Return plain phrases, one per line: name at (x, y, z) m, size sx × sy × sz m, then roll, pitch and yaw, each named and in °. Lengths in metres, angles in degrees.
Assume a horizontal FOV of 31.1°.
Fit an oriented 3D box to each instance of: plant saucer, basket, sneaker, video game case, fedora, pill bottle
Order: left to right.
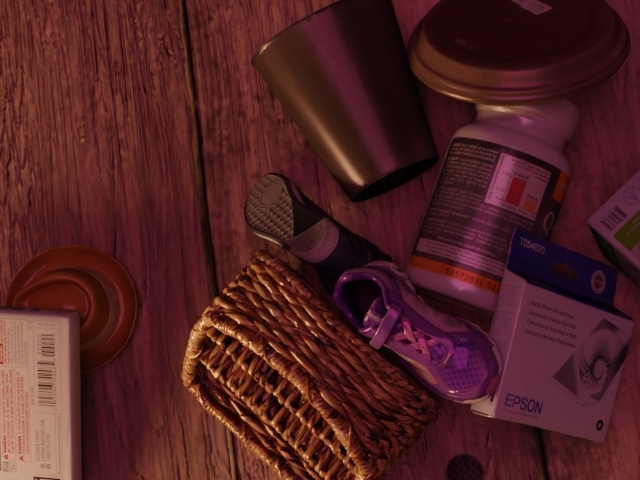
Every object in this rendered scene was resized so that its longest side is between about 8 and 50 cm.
video game case at (-0.464, 0.248, 1.536) m, size 0.300 × 0.036 × 0.329 m, roll 3°, pitch 99°, yaw 10°
fedora at (-0.350, 0.091, 1.560) m, size 0.194 × 0.079 × 0.194 m, roll -2°, pitch 81°, yaw 10°
basket at (-0.029, 0.188, 1.421) m, size 0.299 × 0.213 × 0.223 m, roll 43°, pitch 90°, yaw 13°
sneaker at (-0.001, 0.002, 1.513) m, size 0.086 × 0.163 × 0.226 m, roll -52°, pitch 36°, yaw 4°
basket at (0.050, -0.179, 1.498) m, size 0.204 × 0.154 × 0.227 m, roll -27°, pitch 82°, yaw 3°
sneaker at (0.101, 0.104, 1.326) m, size 0.236 × 0.104 × 0.095 m, roll 38°, pitch 101°, yaw 31°
pill bottle at (0.219, -0.050, 1.439) m, size 0.162 × 0.162 × 0.278 m, roll 20°, pitch 86°, yaw 12°
plant saucer at (0.245, -0.259, 1.439) m, size 0.278 × 0.041 × 0.278 m, roll -6°, pitch 38°, yaw 5°

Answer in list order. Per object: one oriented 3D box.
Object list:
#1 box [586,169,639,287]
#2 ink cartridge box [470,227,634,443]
box at (0.498, -0.023, 1.370) m, size 0.262 × 0.127 × 0.231 m, roll -45°, pitch 58°, yaw 1°
ink cartridge box at (0.290, 0.119, 1.385) m, size 0.045 × 0.223 × 0.224 m, roll 7°, pitch 81°, yaw 51°
